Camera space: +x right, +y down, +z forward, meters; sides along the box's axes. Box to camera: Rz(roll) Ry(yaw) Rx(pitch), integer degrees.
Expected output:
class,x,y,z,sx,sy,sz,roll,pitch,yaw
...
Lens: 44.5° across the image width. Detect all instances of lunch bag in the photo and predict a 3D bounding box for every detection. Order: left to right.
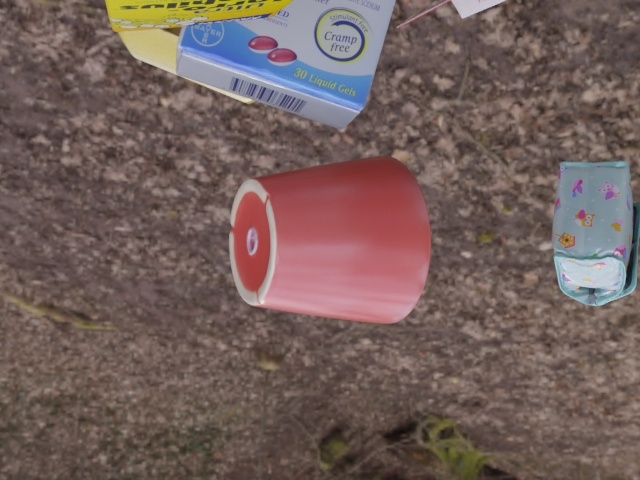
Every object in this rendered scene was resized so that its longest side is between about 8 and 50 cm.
class,x,y,z,sx,sy,sz,roll,pitch,yaw
lunch bag,0.561,-0.007,1.588,0.160,0.224,0.262,1,155,25

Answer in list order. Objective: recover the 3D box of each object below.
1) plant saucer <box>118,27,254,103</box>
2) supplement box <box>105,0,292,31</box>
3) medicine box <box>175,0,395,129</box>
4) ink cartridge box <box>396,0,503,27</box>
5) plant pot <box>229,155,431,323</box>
class,x,y,z,sx,sy,sz,roll,pitch,yaw
plant saucer,-0.210,-0.362,1.521,0.332,0.333,0.081,22,109,0
supplement box,-0.116,-0.318,0.724,0.194,0.195,0.356,-9,-170,-12
medicine box,-0.038,-0.341,1.103,0.263,0.289,0.149,17,175,-10
ink cartridge box,0.297,-0.447,1.384,0.261,0.066,0.296,-37,-168,-7
plant pot,0.000,0.000,1.233,0.243,0.275,0.275,-1,157,-25
